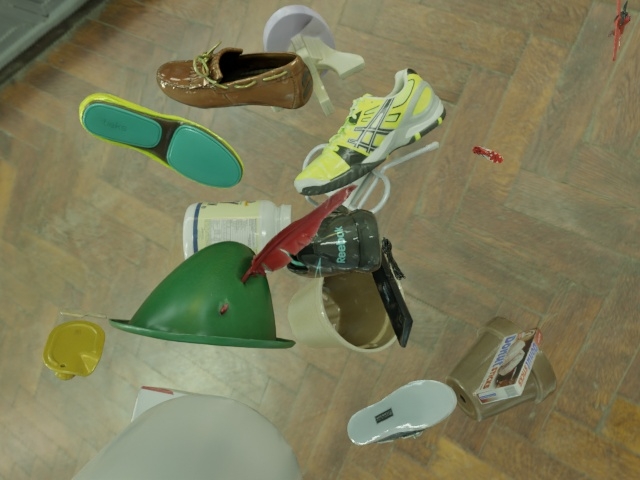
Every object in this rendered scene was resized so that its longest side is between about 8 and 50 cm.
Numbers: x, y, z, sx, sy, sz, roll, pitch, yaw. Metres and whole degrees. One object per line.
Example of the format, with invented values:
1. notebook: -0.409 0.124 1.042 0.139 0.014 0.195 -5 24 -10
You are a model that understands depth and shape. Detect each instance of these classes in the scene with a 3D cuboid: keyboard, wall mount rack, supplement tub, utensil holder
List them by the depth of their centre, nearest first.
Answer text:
1. utensil holder: -0.182 0.391 0.704 0.327 0.385 0.328 0 94 3
2. wall mount rack: 0.117 -0.178 1.530 0.304 0.130 0.350 -56 41 4
3. keyboard: 0.196 0.116 1.649 0.317 0.033 0.202 -109 15 -49
4. supplement tub: -0.247 -0.007 1.887 0.324 0.235 0.236 -2 92 0

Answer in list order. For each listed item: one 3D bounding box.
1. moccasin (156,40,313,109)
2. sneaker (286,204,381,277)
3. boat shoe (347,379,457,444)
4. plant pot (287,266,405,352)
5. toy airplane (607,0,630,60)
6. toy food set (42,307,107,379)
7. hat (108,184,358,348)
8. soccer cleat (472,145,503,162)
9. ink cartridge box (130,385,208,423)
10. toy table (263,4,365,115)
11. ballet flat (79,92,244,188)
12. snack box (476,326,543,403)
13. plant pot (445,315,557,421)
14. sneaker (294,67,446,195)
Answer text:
1. moccasin: -0.206 -0.372 1.343 0.379 0.147 0.139 13 59 25
2. sneaker: 0.000 0.000 0.813 0.106 0.267 0.101 -8 88 -10
3. boat shoe: 0.211 0.429 1.462 0.306 0.105 0.113 -37 51 28
4. plant pot: 0.055 0.226 1.988 0.305 0.333 0.334 -28 79 52
5. toy airplane: 0.572 -0.410 1.150 0.028 0.151 0.151 4 95 19
6. toy food set: -0.580 0.259 1.432 0.128 0.218 0.071 6 121 -12
7. hat: -0.093 0.006 0.599 0.172 0.208 0.184 5 83 27
8. soccer cleat: 0.428 -0.222 1.537 0.083 0.035 0.029 24 114 16
9. ink cartridge box: -0.302 0.371 1.230 0.128 0.176 0.128 10 75 0
10. toy table: -0.028 -0.438 1.506 0.252 0.274 0.161 -29 66 18
11. ballet flat: -0.213 -0.144 0.833 0.077 0.230 0.077 -62 23 17
12. snack box: 0.296 0.191 0.930 0.064 0.178 0.022 -28 94 35
13. plant pot: 0.482 0.379 1.688 0.229 0.263 0.263 -30 75 -15
14. sneaker: 0.091 -0.236 1.346 0.384 0.145 0.147 -36 105 -10
